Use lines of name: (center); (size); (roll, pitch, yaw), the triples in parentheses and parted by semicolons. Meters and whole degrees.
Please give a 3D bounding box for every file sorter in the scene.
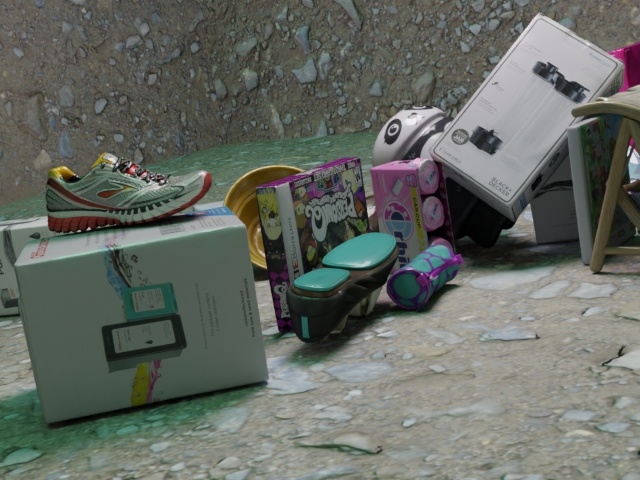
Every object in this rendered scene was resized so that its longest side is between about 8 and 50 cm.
file sorter: (0.564, -0.232, 2.051); (0.182, 0.290, 0.202); (-5, 11, 32)

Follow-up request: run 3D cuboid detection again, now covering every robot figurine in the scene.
robot figurine: (0.220, -0.115, 1.779); (0.278, 0.173, 0.209); (41, 20, 17)

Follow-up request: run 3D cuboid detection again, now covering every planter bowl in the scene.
planter bowl: (-0.074, -0.021, 1.856); (0.217, 0.217, 0.090); (-12, -25, -17)

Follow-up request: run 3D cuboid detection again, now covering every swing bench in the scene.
swing bench: (0.505, -0.104, 1.528); (0.165, 0.254, 0.253); (0, 14, 36)

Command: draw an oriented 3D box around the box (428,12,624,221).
box: (0.329, -0.195, 1.633); (0.169, 0.290, 0.087); (37, -2, 23)

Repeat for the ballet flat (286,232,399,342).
ballet flat: (0.028, 0.067, 1.422); (0.095, 0.096, 0.280); (10, 20, 26)

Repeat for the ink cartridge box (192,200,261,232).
ink cartridge box: (-0.042, -0.049, 2.093); (0.385, 0.091, 0.308); (-13, 12, -16)

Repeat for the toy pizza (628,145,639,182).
toy pizza: (0.500, -0.112, 1.915); (0.201, 0.032, 0.201); (-13, 50, 15)

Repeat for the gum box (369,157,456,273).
gum box: (0.149, -0.041, 1.648); (0.062, 0.188, 0.107); (-20, 15, -38)

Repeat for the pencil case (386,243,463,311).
pencil case: (0.153, 0.052, 1.500); (0.070, 0.064, 0.152); (-21, 5, 28)

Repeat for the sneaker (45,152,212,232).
sneaker: (-0.249, -0.067, 1.305); (0.225, 0.092, 0.088); (-7, 10, 10)

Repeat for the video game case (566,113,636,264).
video game case: (0.442, -0.089, 1.605); (0.023, 0.212, 0.193); (-2, 13, 36)

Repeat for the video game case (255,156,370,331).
video game case: (0.000, 0.000, 1.505); (0.042, 0.210, 0.232); (-1, 13, 33)

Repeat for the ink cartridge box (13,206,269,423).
ink cartridge box: (-0.223, 0.083, 1.281); (0.270, 0.197, 0.198); (-10, 10, -10)

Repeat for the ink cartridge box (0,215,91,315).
ink cartridge box: (-0.502, 0.042, 1.801); (0.218, 0.158, 0.092); (-6, 12, 15)

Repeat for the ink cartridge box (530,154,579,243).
ink cartridge box: (0.404, -0.117, 1.770); (0.093, 0.219, 0.160); (-8, 10, 19)

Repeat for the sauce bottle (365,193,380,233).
sauce bottle: (0.110, -0.034, 1.846); (0.111, 0.111, 0.344); (-1, 12, 33)
